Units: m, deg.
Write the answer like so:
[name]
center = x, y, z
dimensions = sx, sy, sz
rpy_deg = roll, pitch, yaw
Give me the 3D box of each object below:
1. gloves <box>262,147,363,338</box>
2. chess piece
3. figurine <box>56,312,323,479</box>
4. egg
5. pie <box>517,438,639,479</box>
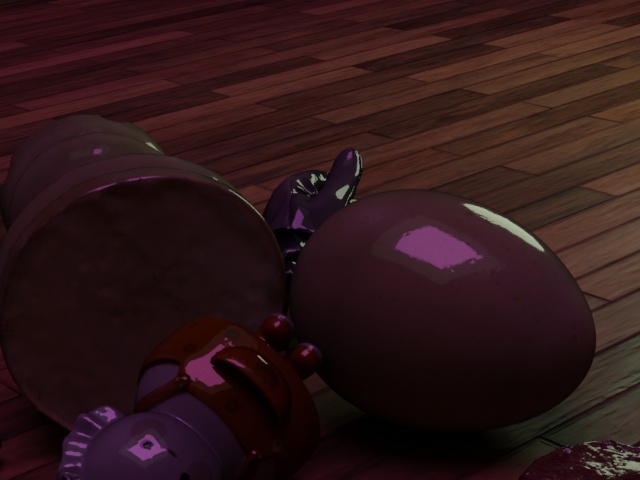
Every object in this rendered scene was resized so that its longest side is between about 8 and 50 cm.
[gloves]
center = -0.010, -0.003, 1.365
dimensions = 0.119, 0.142, 0.285
rpy_deg = 31, 28, 9
[chess piece]
center = -0.197, 0.000, 1.276
dimensions = 0.234, 0.234, 0.442
rpy_deg = -9, 18, -15
[figurine]
center = -0.099, 0.152, 0.986
dimensions = 0.143, 0.143, 0.271
rpy_deg = 18, 54, 45
[egg]
center = 0.095, 0.058, 1.092
dimensions = 0.253, 0.189, 0.188
rpy_deg = 16, 27, 24
[pie]
center = 0.203, 0.186, 0.947
dimensions = 0.154, 0.036, 0.154
rpy_deg = -3, 21, 1
